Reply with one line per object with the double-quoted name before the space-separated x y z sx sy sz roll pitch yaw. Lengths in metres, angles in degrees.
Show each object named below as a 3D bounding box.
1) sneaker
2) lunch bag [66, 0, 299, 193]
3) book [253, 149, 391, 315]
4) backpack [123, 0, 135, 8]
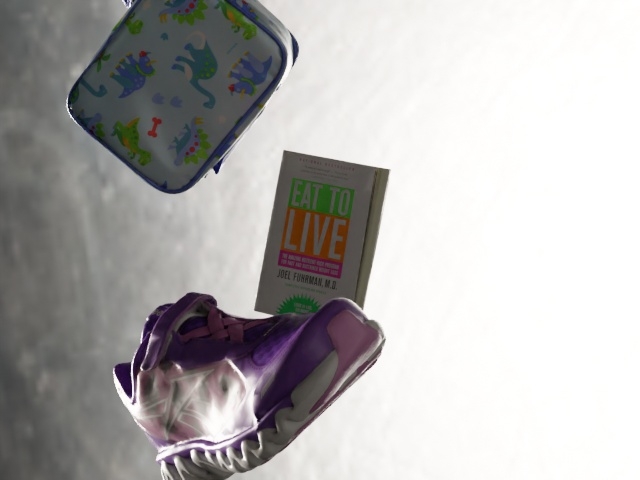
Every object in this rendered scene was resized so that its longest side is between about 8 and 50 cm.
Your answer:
"sneaker" -0.053 0.073 1.013 0.104 0.095 0.236 54 147 -1
"lunch bag" -0.140 -0.167 1.840 0.219 0.176 0.090 -50 5 19
"book" 0.000 0.000 1.550 0.035 0.096 0.144 3 -83 -65
"backpack" -0.196 -0.348 2.162 0.120 0.098 0.101 -30 103 36
